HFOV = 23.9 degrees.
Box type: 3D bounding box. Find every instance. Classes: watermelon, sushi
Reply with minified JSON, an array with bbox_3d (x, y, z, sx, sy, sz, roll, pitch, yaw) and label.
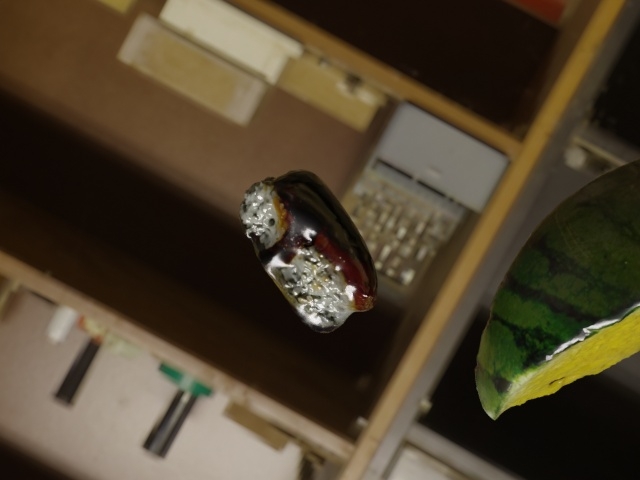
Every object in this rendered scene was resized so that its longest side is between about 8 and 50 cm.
[{"bbox_3d":[0.152,0.020,0.664,0.075,0.181,0.092,-117,5,-63],"label":"watermelon"},{"bbox_3d":[0.000,0.000,0.736,0.083,0.046,0.044,57,-145,7],"label":"sushi"}]
